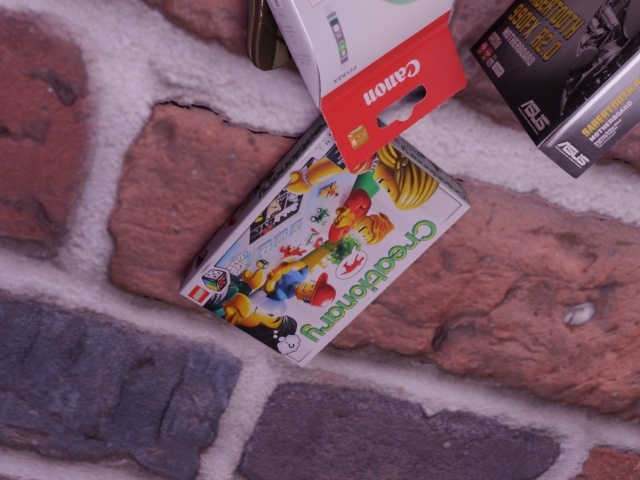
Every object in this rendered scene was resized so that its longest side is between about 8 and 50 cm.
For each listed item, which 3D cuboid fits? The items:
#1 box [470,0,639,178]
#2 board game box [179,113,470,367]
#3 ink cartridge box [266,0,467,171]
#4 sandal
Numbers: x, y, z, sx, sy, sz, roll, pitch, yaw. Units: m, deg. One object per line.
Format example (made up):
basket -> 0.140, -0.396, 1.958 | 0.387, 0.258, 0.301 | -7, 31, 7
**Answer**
box -> 0.245, -0.186, 0.711 | 0.056, 0.231, 0.183 | 32, 116, -24
board game box -> 0.000, 0.000, 0.919 | 0.193, 0.053, 0.305 | 34, 114, -22
ink cartridge box -> 0.062, -0.201, 0.751 | 0.181, 0.056, 0.225 | -37, 120, -16
sandal -> -0.037, -0.272, 0.743 | 0.090, 0.060, 0.219 | -19, 137, -39
